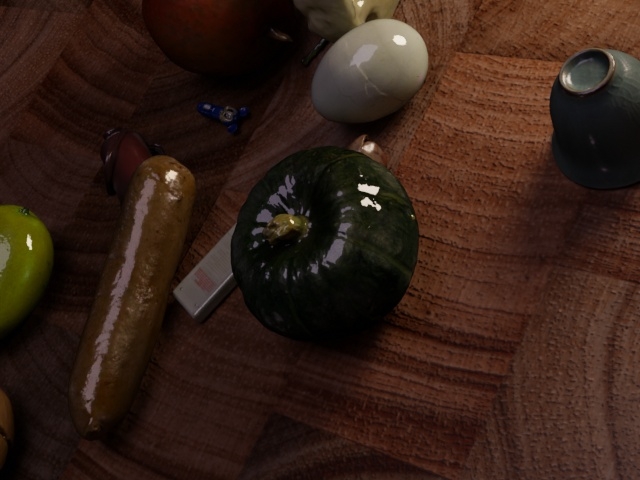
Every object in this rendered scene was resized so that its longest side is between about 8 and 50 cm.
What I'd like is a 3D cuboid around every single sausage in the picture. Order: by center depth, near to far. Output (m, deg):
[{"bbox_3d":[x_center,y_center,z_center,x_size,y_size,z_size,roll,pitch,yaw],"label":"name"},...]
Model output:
[{"bbox_3d":[-0.313,0.091,1.865,0.136,0.123,0.500,133,153,-69],"label":"sausage"}]

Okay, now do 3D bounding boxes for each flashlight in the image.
[{"bbox_3d":[-0.186,-0.235,2.066,0.121,0.035,0.057,23,76,41],"label":"flashlight"}]

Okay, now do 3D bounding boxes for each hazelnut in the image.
[{"bbox_3d":[0.068,-0.125,1.793,0.086,0.086,0.086,-17,52,24],"label":"hazelnut"}]

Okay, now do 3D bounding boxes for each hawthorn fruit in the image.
[{"bbox_3d":[-0.164,-0.413,2.037,0.298,0.277,0.277,30,80,23],"label":"hawthorn fruit"}]

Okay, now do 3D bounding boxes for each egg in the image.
[{"bbox_3d":[0.078,-0.271,1.833,0.209,0.151,0.151,-35,47,15],"label":"egg"}]

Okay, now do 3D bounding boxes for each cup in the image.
[{"bbox_3d":[0.393,-0.192,1.567,0.199,0.150,0.199,-18,52,25],"label":"cup"}]

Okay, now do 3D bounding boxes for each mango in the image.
[{"bbox_3d":[-0.582,0.064,2.060,0.186,0.149,0.272,-7,63,23],"label":"mango"}]

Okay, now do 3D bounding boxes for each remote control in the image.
[{"bbox_3d":[-0.160,0.044,1.866,0.190,0.029,0.087,-48,47,-2],"label":"remote control"}]

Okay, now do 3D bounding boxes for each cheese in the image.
[{"bbox_3d":[0.067,-0.497,1.918,0.115,0.326,0.317,13,107,33],"label":"cheese"}]

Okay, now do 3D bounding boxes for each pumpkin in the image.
[{"bbox_3d":[0.000,0.000,1.663,0.300,0.207,0.300,-19,55,29],"label":"pumpkin"}]

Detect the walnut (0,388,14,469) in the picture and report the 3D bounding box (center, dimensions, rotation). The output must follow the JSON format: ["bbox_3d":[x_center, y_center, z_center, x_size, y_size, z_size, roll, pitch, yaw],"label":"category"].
[{"bbox_3d":[-0.623,0.337,1.871,0.203,0.203,0.297,0,69,34],"label":"walnut"}]

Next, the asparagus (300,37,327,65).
[{"bbox_3d":[0.007,-0.365,2.036,0.127,0.015,0.018,-50,37,-5],"label":"asparagus"}]

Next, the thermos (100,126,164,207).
[{"bbox_3d":[-0.345,-0.137,2.074,0.124,0.098,0.232,-11,43,-18],"label":"thermos"}]
